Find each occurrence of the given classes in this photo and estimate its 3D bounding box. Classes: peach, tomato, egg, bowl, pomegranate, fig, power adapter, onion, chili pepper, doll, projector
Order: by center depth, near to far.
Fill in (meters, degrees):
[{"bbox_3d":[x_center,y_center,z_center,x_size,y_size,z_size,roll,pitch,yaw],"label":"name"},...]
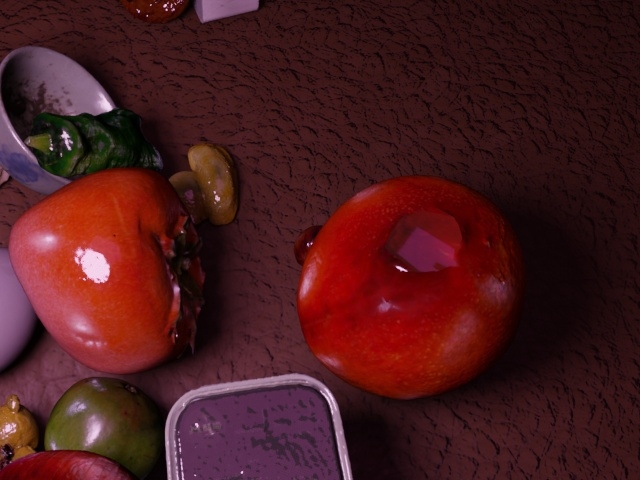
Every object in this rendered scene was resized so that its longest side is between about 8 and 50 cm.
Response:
[{"bbox_3d":[-0.315,0.383,1.020,0.271,0.272,0.195,27,27,7],"label":"onion"},{"bbox_3d":[-0.096,0.360,1.133,0.248,0.249,0.249,-6,64,-11],"label":"projector"},{"bbox_3d":[-0.470,0.348,1.154,0.097,0.137,0.210,3,54,-35],"label":"doll"},{"bbox_3d":[-0.344,0.324,1.175,0.187,0.187,0.225,26,87,7],"label":"pomegranate"},{"bbox_3d":[0.151,0.074,1.226,0.387,0.388,0.389,3,62,-6],"label":"peach"},{"bbox_3d":[-0.337,0.050,1.238,0.272,0.341,0.342,-8,62,10],"label":"tomato"},{"bbox_3d":[-0.550,0.115,1.245,0.176,0.176,0.232,15,55,1],"label":"egg"},{"bbox_3d":[-0.395,-0.167,1.308,0.099,0.270,0.136,-20,88,24],"label":"chili pepper"},{"bbox_3d":[-0.505,-0.193,1.397,0.146,0.289,0.290,-27,61,27],"label":"bowl"},{"bbox_3d":[0.000,0.000,1.437,0.088,0.089,0.125,17,38,2],"label":"fig"},{"bbox_3d":[-0.184,-0.578,1.679,0.204,0.125,0.130,-20,66,-16],"label":"power adapter"}]

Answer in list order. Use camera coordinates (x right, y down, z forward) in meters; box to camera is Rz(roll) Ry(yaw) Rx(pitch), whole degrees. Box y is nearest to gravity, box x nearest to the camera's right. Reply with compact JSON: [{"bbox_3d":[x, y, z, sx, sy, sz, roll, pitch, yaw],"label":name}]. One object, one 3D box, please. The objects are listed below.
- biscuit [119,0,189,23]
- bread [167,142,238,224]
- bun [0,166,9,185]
[{"bbox_3d":[-0.360,-0.559,1.629,0.192,0.192,0.049,24,22,6],"label":"biscuit"},{"bbox_3d":[-0.235,-0.117,1.471,0.149,0.065,0.188,-5,65,-4],"label":"bread"},{"bbox_3d":[-0.664,-0.160,1.407,0.173,0.113,0.167,-23,68,-16],"label":"bun"}]
